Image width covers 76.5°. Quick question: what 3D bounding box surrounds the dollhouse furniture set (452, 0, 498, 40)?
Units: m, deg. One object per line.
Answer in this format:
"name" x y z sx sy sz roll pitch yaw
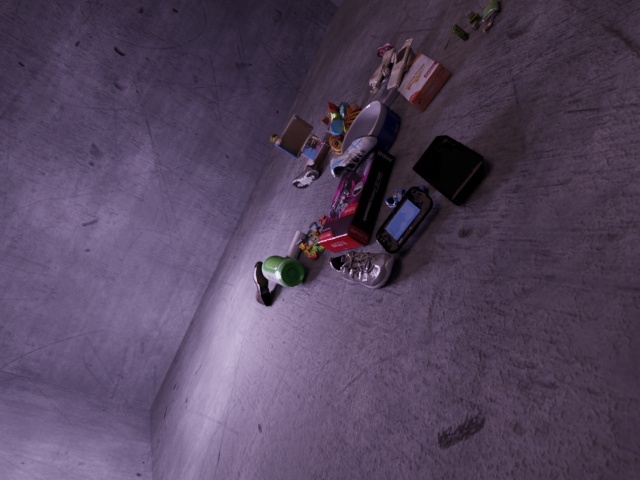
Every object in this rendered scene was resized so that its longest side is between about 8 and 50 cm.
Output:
"dollhouse furniture set" 0.520 -0.754 1.362 0.151 0.058 0.076 -39 27 52

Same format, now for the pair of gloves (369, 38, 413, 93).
"pair of gloves" 0.284 -0.711 1.670 0.204 0.042 0.240 -66 25 3

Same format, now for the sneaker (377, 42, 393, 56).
"sneaker" 0.322 -0.959 2.076 0.119 0.047 0.057 -174 98 -68

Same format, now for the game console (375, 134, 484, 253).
"game console" 0.289 -0.112 1.138 0.361 0.044 0.213 -55 34 18

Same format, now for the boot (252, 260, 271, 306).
"boot" -0.272 0.214 1.968 0.106 0.082 0.219 23 120 59

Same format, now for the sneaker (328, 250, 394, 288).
"sneaker" 0.117 0.084 1.254 0.281 0.115 0.105 -18 49 61

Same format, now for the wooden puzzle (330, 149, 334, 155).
"wooden puzzle" 0.072 -0.471 2.124 0.083 0.006 0.049 -49 26 31

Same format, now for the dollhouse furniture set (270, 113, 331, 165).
"dollhouse furniture set" -0.099 -0.597 2.210 0.286 0.303 0.198 -59 34 10

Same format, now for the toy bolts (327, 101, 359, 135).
"toy bolts" 0.131 -0.592 2.032 0.218 0.158 0.228 81 180 -49

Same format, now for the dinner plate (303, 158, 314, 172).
"dinner plate" -0.058 -0.442 2.369 0.141 0.017 0.141 -48 25 32

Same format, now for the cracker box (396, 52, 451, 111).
"cracker box" 0.374 -0.594 1.510 0.156 0.067 0.232 -54 24 25

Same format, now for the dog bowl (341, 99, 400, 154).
"dog bowl" 0.201 -0.427 1.659 0.265 0.104 0.265 -47 27 34

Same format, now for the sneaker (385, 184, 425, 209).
"sneaker" 0.261 -0.133 1.255 0.144 0.059 0.053 -32 37 49

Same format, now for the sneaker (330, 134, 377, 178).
"sneaker" 0.126 -0.309 1.503 0.237 0.085 0.086 -32 61 46

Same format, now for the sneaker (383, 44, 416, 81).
"sneaker" 0.332 -0.738 1.741 0.190 0.083 0.071 -35 43 45

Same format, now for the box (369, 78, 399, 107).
"box" 0.271 -0.617 1.804 0.186 0.038 0.145 -53 24 27

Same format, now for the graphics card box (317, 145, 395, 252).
"graphics card box" 0.131 -0.147 1.515 0.233 0.094 0.371 -16 49 62

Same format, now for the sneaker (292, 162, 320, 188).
"sneaker" -0.071 -0.358 2.233 0.234 0.078 0.106 -22 42 53

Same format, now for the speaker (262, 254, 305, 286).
"speaker" -0.172 0.135 1.831 0.296 0.131 0.131 4 69 66

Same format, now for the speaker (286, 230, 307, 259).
"speaker" -0.113 0.024 1.916 0.055 0.055 0.136 -4 62 65

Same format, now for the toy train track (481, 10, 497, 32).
"toy train track" 0.552 -0.707 1.315 0.083 0.014 0.048 -60 14 -6

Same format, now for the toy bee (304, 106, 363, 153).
"toy bee" 0.104 -0.458 1.854 0.298 0.195 0.162 -41 72 25

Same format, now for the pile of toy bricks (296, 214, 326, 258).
"pile of toy bricks" 0.000 0.000 1.655 0.212 0.118 0.105 -43 60 22
